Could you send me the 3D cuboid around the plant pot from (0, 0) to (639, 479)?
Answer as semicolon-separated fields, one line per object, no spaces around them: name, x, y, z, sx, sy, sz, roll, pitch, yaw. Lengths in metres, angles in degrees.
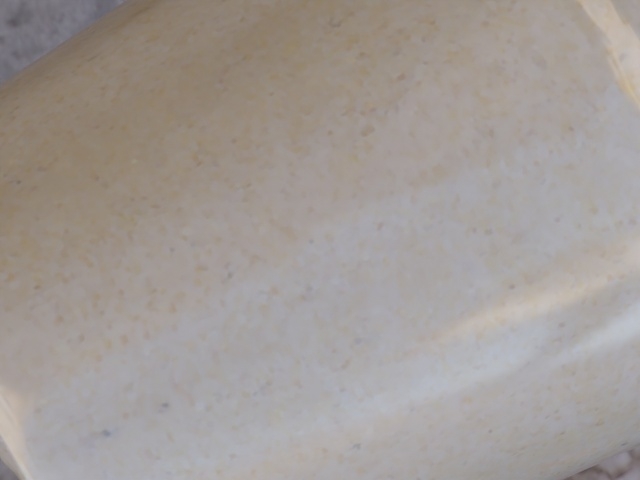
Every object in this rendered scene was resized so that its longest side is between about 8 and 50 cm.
plant pot;0.000;0.000;0.585;0.305;0.334;0.333;-28;134;-13
